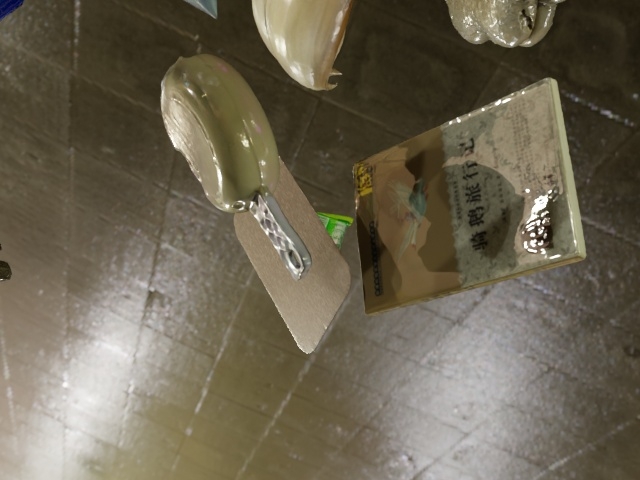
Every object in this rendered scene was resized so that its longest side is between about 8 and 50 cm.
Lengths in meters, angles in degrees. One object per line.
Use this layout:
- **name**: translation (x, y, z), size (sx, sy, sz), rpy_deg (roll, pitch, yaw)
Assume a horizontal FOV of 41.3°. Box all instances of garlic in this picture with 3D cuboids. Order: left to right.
- **garlic**: translation (-0.014, -0.424, 1.570), size (0.286, 0.249, 0.313), rpy_deg (51, 133, 31)

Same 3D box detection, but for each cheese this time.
- **cheese**: translation (-0.091, -0.078, 0.974), size (0.286, 0.082, 0.163), rpy_deg (60, 157, 13)

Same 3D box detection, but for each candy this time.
- **candy**: translation (0.000, 0.001, 1.725), size (0.102, 0.178, 0.032), rpy_deg (17, 134, 2)

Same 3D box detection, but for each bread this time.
- **bread**: translation (0.254, -0.374, 1.229), size (0.337, 0.102, 0.183), rpy_deg (-141, 43, -64)

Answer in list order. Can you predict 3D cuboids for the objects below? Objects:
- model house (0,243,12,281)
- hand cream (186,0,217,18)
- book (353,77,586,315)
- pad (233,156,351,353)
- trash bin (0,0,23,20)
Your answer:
- **model house**: translation (-0.328, 0.016, 0.573), size (0.243, 0.211, 0.204), rpy_deg (16, -159, -43)
- **hand cream**: translation (-0.121, -0.295, 0.803), size (0.065, 0.043, 0.170), rpy_deg (35, 141, 24)
- **book**: translation (0.164, -0.043, 1.034), size (0.021, 0.217, 0.310), rpy_deg (13, 156, -43)
- **pad**: translation (-0.046, 0.010, 1.174), size (0.002, 0.266, 0.176), rpy_deg (-6, 140, -35)
- **trash bin**: translation (-0.360, -0.304, 0.764), size (0.234, 0.162, 0.184), rpy_deg (48, 173, -14)
